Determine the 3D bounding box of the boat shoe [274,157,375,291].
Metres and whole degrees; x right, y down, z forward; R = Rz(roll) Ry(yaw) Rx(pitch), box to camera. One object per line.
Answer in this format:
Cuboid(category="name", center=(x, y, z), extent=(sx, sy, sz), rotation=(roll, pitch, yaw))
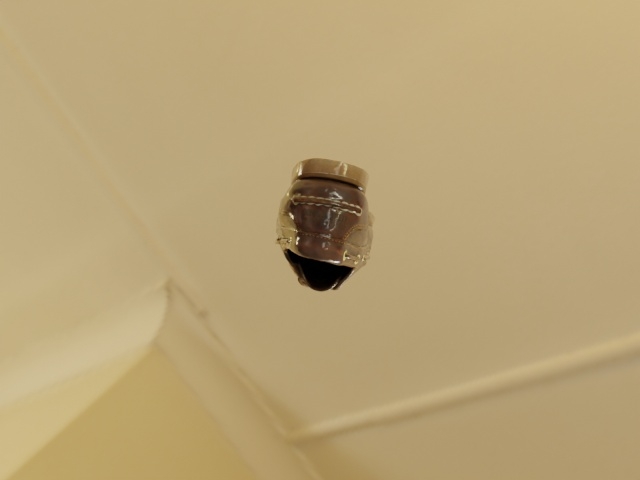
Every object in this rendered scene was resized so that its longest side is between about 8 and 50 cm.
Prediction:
Cuboid(category="boat shoe", center=(0.000, 0.000, 1.024), extent=(0.073, 0.073, 0.207), rotation=(6, -10, 5))
